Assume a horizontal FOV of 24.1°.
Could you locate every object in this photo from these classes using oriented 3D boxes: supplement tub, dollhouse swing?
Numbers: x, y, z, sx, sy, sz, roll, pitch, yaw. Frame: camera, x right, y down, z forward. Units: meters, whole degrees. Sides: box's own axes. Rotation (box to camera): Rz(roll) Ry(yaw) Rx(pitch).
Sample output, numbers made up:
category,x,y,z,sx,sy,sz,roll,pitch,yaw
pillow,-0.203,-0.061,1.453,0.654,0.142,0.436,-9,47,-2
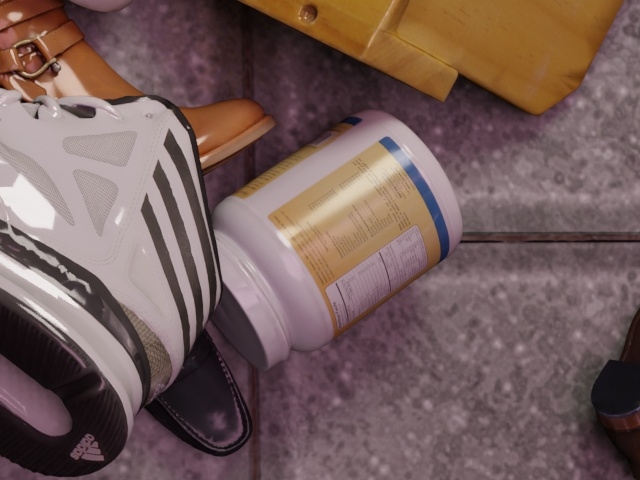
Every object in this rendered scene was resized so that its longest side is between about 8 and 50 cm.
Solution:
category,x,y,z,sx,sy,sz,roll,pitch,yaw
supplement tub,0.000,0.000,1.222,0.200,0.144,0.144,-35,97,-16
dollhouse swing,0.099,-0.313,1.273,0.315,0.305,0.346,29,98,22

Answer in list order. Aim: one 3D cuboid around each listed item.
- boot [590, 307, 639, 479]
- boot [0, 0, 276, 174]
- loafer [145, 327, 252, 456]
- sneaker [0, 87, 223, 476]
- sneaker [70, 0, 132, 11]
category,x,y,z,sx,sy,sz,roll,pitch,yaw
boot,0.327,0.118,1.373,0.219,0.082,0.106,-44,127,-27
boot,-0.195,-0.128,1.200,0.283,0.109,0.220,-20,89,-11
loafer,-0.130,0.083,1.209,0.076,0.078,0.223,-38,98,-16
sneaker,-0.258,-0.059,1.039,0.447,0.169,0.257,42,39,-3
sneaker,-0.231,-0.315,1.119,0.321,0.127,0.126,43,32,-18
